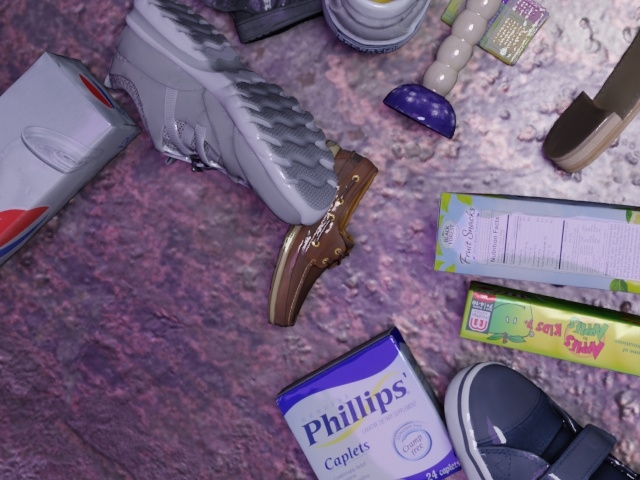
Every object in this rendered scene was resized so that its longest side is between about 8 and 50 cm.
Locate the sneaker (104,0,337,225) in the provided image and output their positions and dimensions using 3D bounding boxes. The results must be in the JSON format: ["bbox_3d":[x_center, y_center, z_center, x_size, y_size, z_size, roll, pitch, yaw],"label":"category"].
[{"bbox_3d":[-0.092,-0.101,1.025,0.281,0.105,0.115,49,116,28],"label":"sneaker"}]

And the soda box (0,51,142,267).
[{"bbox_3d":[-0.309,-0.043,1.071,0.286,0.091,0.098,-42,87,8],"label":"soda box"}]

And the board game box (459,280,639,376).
[{"bbox_3d":[0.216,0.078,0.997,0.181,0.092,0.043,12,96,8],"label":"board game box"}]

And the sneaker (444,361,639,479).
[{"bbox_3d":[0.239,0.229,0.970,0.127,0.126,0.321,-30,96,46],"label":"sneaker"}]

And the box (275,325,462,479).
[{"bbox_3d":[0.047,0.169,1.037,0.126,0.072,0.137,-30,87,8],"label":"box"}]

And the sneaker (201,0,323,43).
[{"bbox_3d":[-0.036,-0.239,1.041,0.170,0.051,0.089,-19,94,12],"label":"sneaker"}]

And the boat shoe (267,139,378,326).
[{"bbox_3d":[0.000,0.000,1.040,0.060,0.064,0.178,21,92,7],"label":"boat shoe"}]

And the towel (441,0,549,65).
[{"bbox_3d":[0.158,-0.203,1.034,0.083,0.009,0.060,33,98,6],"label":"towel"}]

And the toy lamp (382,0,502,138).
[{"bbox_3d":[0.153,-0.223,0.990,0.080,0.080,0.274,28,97,6],"label":"toy lamp"}]

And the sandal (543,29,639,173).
[{"bbox_3d":[0.307,-0.139,0.995,0.079,0.088,0.240,37,106,-26],"label":"sandal"}]

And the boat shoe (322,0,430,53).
[{"bbox_3d":[0.072,-0.349,0.944,0.136,0.156,0.367,14,84,-1],"label":"boat shoe"}]

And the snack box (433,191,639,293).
[{"bbox_3d":[0.211,0.001,0.941,0.207,0.174,0.070,5,93,15],"label":"snack box"}]
